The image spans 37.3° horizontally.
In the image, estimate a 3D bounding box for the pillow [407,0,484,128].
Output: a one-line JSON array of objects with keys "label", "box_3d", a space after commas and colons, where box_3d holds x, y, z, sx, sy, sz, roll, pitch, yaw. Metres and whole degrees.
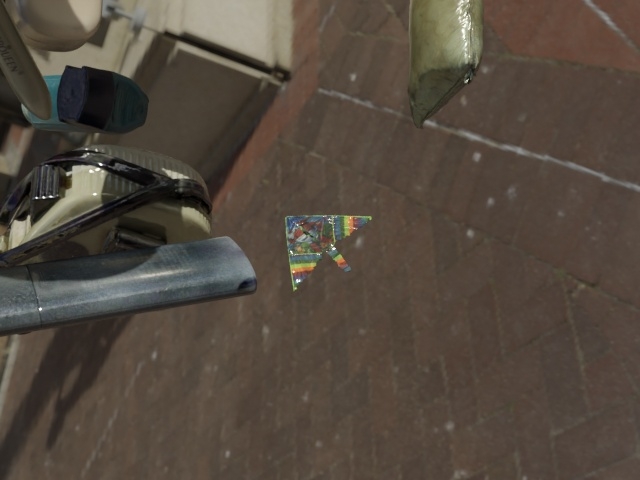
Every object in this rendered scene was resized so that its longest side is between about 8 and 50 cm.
[{"label": "pillow", "box_3d": [0.151, -0.301, 1.185, 0.185, 0.075, 0.302, 131, 144, -67]}]

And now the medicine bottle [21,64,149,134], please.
[{"label": "medicine bottle", "box_3d": [-0.336, -0.187, 1.289, 0.258, 0.124, 0.079, 9, 93, 49]}]

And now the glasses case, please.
[{"label": "glasses case", "box_3d": [-0.241, -0.272, 0.865, 0.050, 0.083, 0.196, -13, 74, 54]}]

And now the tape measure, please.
[{"label": "tape measure", "box_3d": [-0.275, -0.017, 1.186, 0.231, 0.271, 0.133, -55, 31, 41]}]

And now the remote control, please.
[{"label": "remote control", "box_3d": [-0.256, 0.051, 0.915, 0.107, 0.377, 0.044, -140, 46, -59]}]

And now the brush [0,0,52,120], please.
[{"label": "brush", "box_3d": [-0.207, -0.165, 0.535, 0.299, 0.042, 0.039, 80, -149, -60]}]

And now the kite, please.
[{"label": "kite", "box_3d": [0.000, 0.000, 0.947, 0.090, 0.122, 0.004, 41, 150, 21]}]
